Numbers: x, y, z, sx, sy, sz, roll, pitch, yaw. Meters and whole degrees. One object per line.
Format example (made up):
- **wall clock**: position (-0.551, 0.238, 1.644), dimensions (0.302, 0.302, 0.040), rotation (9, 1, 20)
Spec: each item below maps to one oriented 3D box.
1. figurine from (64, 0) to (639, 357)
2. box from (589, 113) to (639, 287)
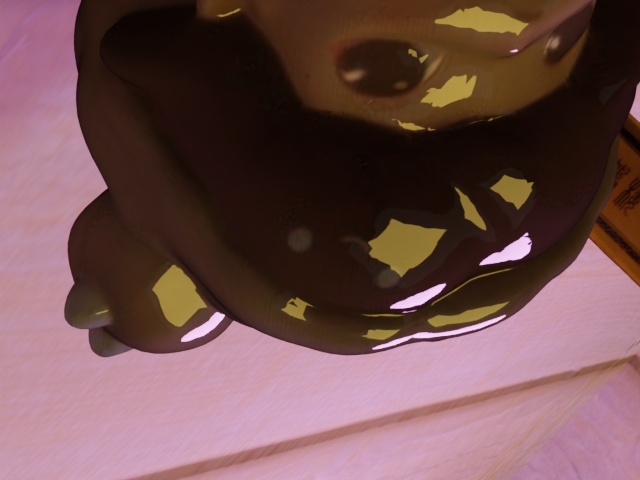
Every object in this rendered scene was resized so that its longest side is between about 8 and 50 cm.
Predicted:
- **figurine**: position (0.028, -0.112, 0.649), dimensions (0.248, 0.203, 0.381), rotation (-18, 142, -30)
- **box**: position (0.238, -0.027, 1.358), dimensions (0.084, 0.193, 0.301), rotation (-47, 164, 7)
